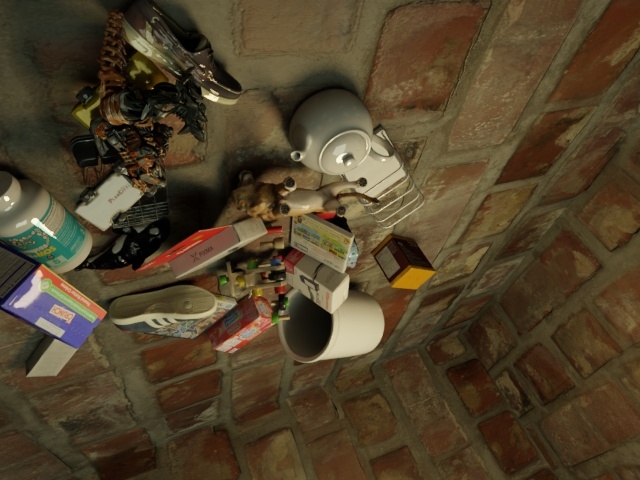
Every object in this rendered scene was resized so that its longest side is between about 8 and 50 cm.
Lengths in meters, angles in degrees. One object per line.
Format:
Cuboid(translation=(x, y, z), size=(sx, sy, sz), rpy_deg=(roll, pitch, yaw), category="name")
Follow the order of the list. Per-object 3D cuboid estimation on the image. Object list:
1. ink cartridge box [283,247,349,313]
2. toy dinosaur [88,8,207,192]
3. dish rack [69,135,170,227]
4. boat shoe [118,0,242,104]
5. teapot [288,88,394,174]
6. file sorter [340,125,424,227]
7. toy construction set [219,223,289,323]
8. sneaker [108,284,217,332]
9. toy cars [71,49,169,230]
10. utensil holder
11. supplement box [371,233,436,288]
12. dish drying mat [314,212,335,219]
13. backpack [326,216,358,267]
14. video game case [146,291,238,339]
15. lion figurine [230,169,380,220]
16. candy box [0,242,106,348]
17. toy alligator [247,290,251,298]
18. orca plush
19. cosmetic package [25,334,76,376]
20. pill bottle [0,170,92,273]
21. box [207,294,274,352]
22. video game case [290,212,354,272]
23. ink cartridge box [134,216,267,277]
Cuboid(translation=(-0.017, 0.146, 1.682), size=(0.100, 0.237, 0.172), rpy_deg=(-46, 156, -27), category="ink cartridge box")
Cuboid(translation=(-0.336, -0.243, 0.841), size=(0.219, 0.164, 0.322), rpy_deg=(-7, 145, -6), category="toy dinosaur")
Cuboid(translation=(-0.481, -0.140, 1.110), size=(0.208, 0.074, 0.271), rpy_deg=(-12, 146, -22), category="dish rack")
Cuboid(translation=(-0.263, -0.379, 0.908), size=(0.092, 0.102, 0.285), rpy_deg=(-38, 141, 24), category="boat shoe")
Cuboid(translation=(0.050, -0.269, 1.212), size=(0.256, 0.187, 0.252), rpy_deg=(-32, 148, 5), category="teapot")
Cuboid(translation=(0.202, -0.187, 1.453), size=(0.193, 0.173, 0.278), rpy_deg=(-34, 148, 11), category="file sorter")
Cuboid(translation=(-0.236, 0.091, 1.507), size=(0.237, 0.257, 0.308), rpy_deg=(-4, 117, -4), category="toy construction set")
Cuboid(translation=(-0.541, 0.251, 1.555), size=(0.350, 0.131, 0.148), rpy_deg=(-2, 143, -13), category="sneaker")
Cuboid(translation=(-0.432, -0.211, 0.952), size=(0.177, 0.087, 0.393), rpy_deg=(-1, 119, -28), category="toy cars")
Cuboid(translation=(0.056, 0.364, 1.987), size=(0.385, 0.327, 0.327), rpy_deg=(10, 132, -48), category="utensil holder")
Cuboid(translation=(0.363, 0.095, 1.946), size=(0.191, 0.194, 0.129), rpy_deg=(10, 132, -44), category="supplement box")
Cuboid(translation=(0.014, -0.089, 1.604), size=(0.083, 0.008, 0.032), rpy_deg=(-5, 140, -31), category="dish drying mat")
Cuboid(translation=(0.065, 0.023, 1.645), size=(0.117, 0.173, 0.158), rpy_deg=(-15, 146, -20), category="backpack")
Cuboid(translation=(-0.502, 0.293, 1.731), size=(0.275, 0.035, 0.248), rpy_deg=(-40, 146, 18), category="video game case")
Cuboid(translation=(-0.051, -0.119, 1.284), size=(0.392, 0.142, 0.240), rpy_deg=(6, 178, -22), category="lion figurine")
Cuboid(translation=(-0.722, 0.107, 1.052), size=(0.122, 0.317, 0.268), rpy_deg=(-59, 159, -26), category="candy box")
Cuboid(translation=(-0.259, 0.153, 1.704), size=(0.051, 0.056, 0.189), rpy_deg=(30, 125, -8), category="toy alligator")
Cuboid(translation=(-0.556, 0.039, 1.271), size=(0.287, 0.102, 0.151), rpy_deg=(-21, 147, -11), category="orca plush")
Cuboid(translation=(-0.913, 0.382, 1.525), size=(0.239, 0.060, 0.099), rpy_deg=(-44, 143, 24), category="cosmetic package")
Cuboid(translation=(-0.669, -0.041, 1.035), size=(0.146, 0.146, 0.264), rpy_deg=(-24, 147, -6), category="pill bottle")
Cuboid(translation=(-0.331, 0.348, 1.851), size=(0.257, 0.122, 0.128), rpy_deg=(-36, 147, 12), category="box")
Cuboid(translation=(0.000, 0.000, 1.546), size=(0.026, 0.227, 0.206), rpy_deg=(-52, 163, -35), category="video game case")
Cuboid(translation=(-0.341, 0.032, 1.290), size=(0.296, 0.066, 0.261), rpy_deg=(-26, 179, 31), category="ink cartridge box")
